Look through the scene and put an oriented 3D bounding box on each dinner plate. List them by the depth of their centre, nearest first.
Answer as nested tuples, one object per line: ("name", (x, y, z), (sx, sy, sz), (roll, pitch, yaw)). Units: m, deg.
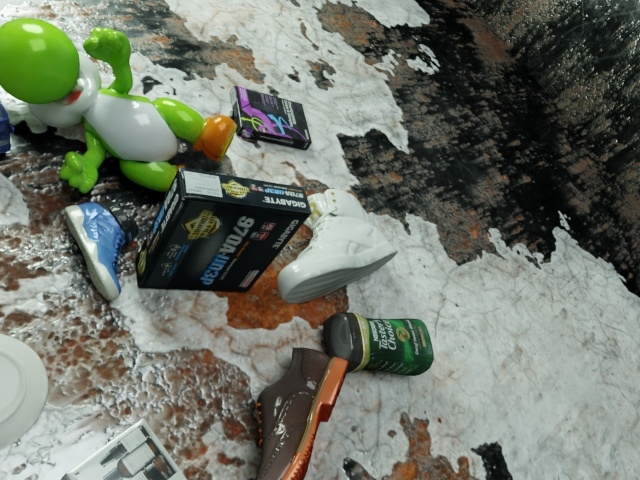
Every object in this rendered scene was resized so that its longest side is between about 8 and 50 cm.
("dinner plate", (-0.381, 0.166, 0.566), (0.141, 0.017, 0.141), (17, 52, -23))

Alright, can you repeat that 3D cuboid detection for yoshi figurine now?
("yoshi figurine", (-0.314, -0.190, 0.737), (0.362, 0.203, 0.203), (29, 46, -12))

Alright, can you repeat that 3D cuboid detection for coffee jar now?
("coffee jar", (0.094, 0.172, 0.848), (0.185, 0.079, 0.096), (10, 54, -29))

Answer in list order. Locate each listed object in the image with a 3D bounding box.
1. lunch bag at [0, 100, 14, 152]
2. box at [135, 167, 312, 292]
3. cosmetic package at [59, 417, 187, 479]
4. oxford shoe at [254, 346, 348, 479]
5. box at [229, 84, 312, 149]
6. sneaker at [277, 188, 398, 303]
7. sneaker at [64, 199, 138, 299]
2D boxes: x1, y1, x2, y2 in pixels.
("lunch bag", (-0.474, -0.154, 0.698), (0.099, 0.065, 0.067), (-12, 51, -39))
("box", (-0.142, -0.003, 0.710), (0.175, 0.220, 0.051), (6, 53, -33))
("cosmetic package", (-0.174, 0.327, 0.562), (0.239, 0.060, 0.099), (51, 46, 7))
("oxford shoe", (-0.052, 0.263, 0.691), (0.099, 0.096, 0.271), (21, 44, 11))
("box", (-0.101, -0.252, 1.054), (0.162, 0.029, 0.116), (7, 56, -33))
("sneaker", (0.000, 0.000, 0.898), (0.293, 0.108, 0.169), (-16, 67, -51))
("sneaker", (-0.288, 0.006, 0.715), (0.085, 0.058, 0.152), (-20, 65, -33))
